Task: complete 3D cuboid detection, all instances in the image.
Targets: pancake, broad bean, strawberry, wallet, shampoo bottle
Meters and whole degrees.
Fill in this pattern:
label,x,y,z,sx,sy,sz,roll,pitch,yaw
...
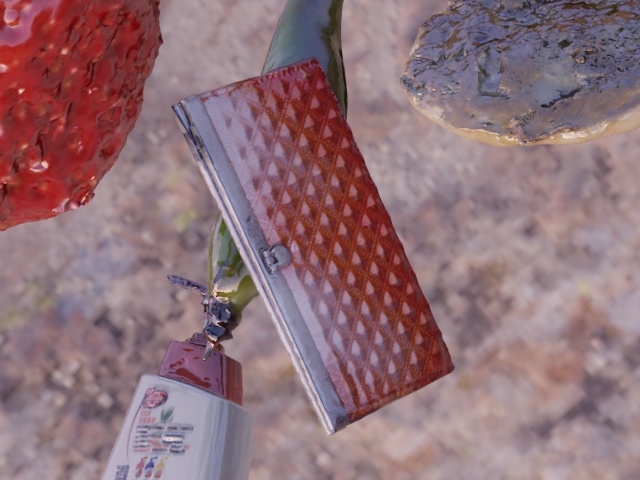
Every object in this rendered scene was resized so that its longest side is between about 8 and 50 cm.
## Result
label,x,y,z,sx,sy,sz,roll,pitch,yaw
pancake,0.248,-0.201,1.987,0.356,0.065,0.356,-15,33,10
broad bean,-0.026,-0.062,1.519,0.061,0.077,0.339,121,166,-66
strawberry,-0.192,-0.121,1.055,0.277,0.257,0.257,-23,44,26
wallet,0.000,0.000,1.089,0.103,0.196,0.020,-21,-6,-41
shampoo bottle,-0.118,0.164,1.638,0.153,0.071,0.284,-2,65,39
